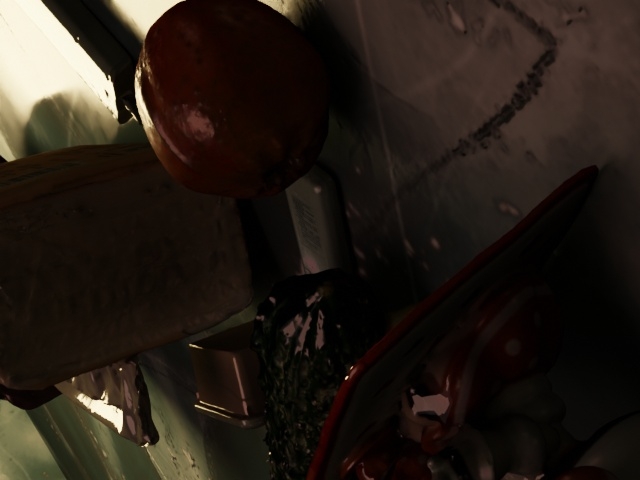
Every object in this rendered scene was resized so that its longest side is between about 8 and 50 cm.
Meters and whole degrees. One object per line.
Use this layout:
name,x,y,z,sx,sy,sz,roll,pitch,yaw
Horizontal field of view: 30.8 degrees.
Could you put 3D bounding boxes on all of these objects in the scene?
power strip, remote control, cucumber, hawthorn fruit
power strip,-0.215,-0.180,1.003,0.253,0.027,0.060,47,153,28
remote control,0.000,0.000,0.783,0.053,0.018,0.124,34,146,45
cucumber,0.000,0.127,0.814,0.096,0.096,0.359,45,156,32
hawthorn fruit,-0.052,-0.082,0.676,0.128,0.128,0.128,46,153,31

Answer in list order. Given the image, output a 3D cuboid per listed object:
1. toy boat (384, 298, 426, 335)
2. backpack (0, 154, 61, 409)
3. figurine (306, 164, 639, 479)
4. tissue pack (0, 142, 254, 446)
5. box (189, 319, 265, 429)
toy boat,0.079,0.121,0.713,0.066,0.065,0.172,-114,6,-74
backpack,-0.413,0.023,1.438,0.317,0.197,0.283,49,149,25
figurine,0.131,0.122,0.512,0.226,0.160,0.183,44,155,16
tissue pack,-0.206,0.042,0.973,0.305,0.238,0.239,8,125,62
box,-0.051,0.103,0.930,0.122,0.089,0.062,1,109,63
